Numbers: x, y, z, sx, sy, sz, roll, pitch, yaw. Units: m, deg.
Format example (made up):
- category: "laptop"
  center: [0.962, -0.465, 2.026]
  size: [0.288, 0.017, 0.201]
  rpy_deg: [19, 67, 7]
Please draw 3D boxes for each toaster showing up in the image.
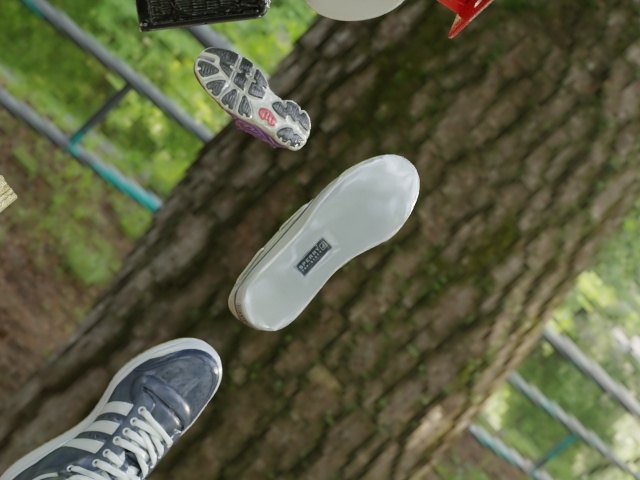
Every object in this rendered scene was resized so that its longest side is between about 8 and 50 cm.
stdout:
- category: "toaster"
  center: [-0.140, -0.347, 1.794]
  size: [0.110, 0.185, 0.168]
  rpy_deg: [-101, -176, -52]

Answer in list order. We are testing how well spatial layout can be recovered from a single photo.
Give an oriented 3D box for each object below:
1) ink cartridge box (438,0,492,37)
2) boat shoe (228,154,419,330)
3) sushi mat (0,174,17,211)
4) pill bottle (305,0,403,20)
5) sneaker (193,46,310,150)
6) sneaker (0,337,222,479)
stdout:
- category: "ink cartridge box"
  center: [0.170, -0.340, 1.622]
  size: [0.078, 0.134, 0.231]
  rpy_deg: [32, 50, -15]
- category: "boat shoe"
  center: [0.000, 0.000, 1.754]
  size: [0.096, 0.267, 0.088]
  rpy_deg: [47, -13, -20]
- category: "sushi mat"
  center: [-0.457, 0.002, 1.452]
  size: [0.151, 0.316, 0.019]
  rpy_deg: [52, -7, -18]
- category: "pill bottle"
  center: [0.028, -0.409, 1.754]
  size: [0.169, 0.169, 0.302]
  rpy_deg: [36, 41, -50]
- category: "sneaker"
  center: [-0.090, -0.154, 1.755]
  size: [0.071, 0.068, 0.170]
  rpy_deg: [-7, -39, 47]
- category: "sneaker"
  center: [-0.204, 0.222, 1.530]
  size: [0.099, 0.282, 0.153]
  rpy_deg: [51, 1, -23]
